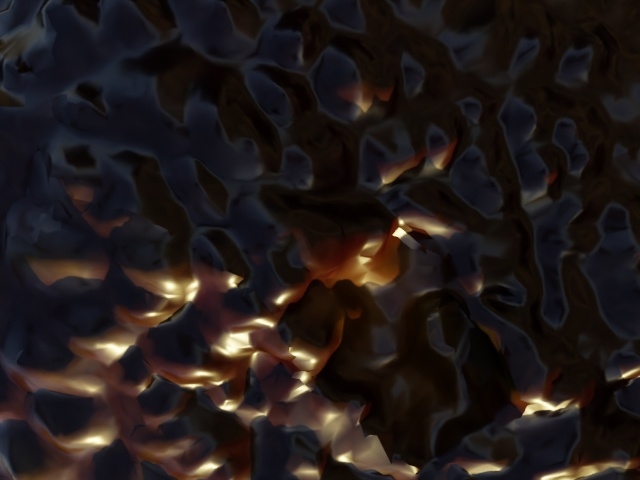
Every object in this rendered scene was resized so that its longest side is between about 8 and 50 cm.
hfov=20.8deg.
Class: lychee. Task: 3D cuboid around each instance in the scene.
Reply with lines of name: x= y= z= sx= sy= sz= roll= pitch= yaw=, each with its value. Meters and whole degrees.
lychee: x=0.000 y=0.000 z=0.511 sx=0.271 sy=0.271 sz=0.271 roll=39 pitch=140 yaw=43
